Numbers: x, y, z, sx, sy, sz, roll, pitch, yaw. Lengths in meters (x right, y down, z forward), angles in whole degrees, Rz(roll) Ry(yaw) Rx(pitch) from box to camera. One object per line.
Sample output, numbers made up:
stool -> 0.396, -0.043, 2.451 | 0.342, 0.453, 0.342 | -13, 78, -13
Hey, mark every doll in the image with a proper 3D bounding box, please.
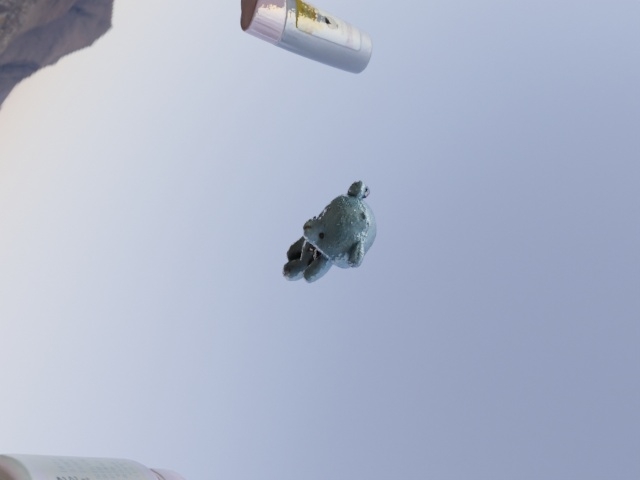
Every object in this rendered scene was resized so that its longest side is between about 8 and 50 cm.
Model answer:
doll -> -0.003, -0.002, 0.680 | 0.179, 0.075, 0.120 | -23, -126, 41

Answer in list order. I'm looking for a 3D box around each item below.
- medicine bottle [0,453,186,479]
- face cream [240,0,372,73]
medicine bottle -> -0.361, 0.438, 0.776 | 0.213, 0.379, 0.214 | -9, -117, 19
face cream -> -0.017, -0.299, 0.736 | 0.057, 0.198, 0.084 | -26, -117, 49
